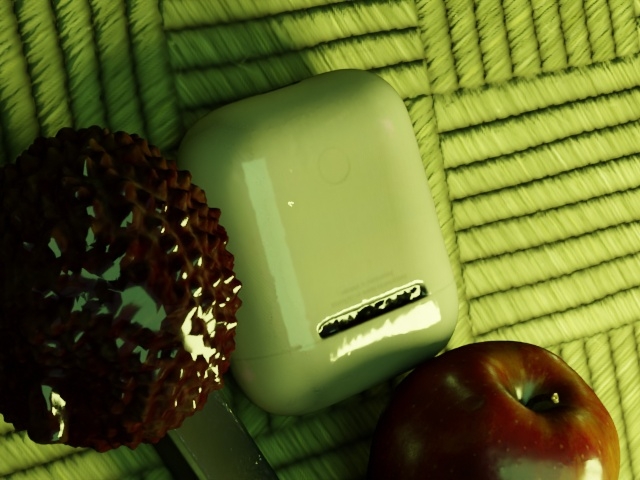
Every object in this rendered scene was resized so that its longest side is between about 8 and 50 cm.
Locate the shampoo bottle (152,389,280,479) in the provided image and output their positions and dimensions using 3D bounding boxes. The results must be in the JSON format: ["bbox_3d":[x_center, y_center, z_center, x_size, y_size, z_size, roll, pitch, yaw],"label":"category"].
[{"bbox_3d":[-0.126,0.218,1.995,0.079,0.080,0.246,-41,110,-26],"label":"shampoo bottle"}]

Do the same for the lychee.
[{"bbox_3d":[-0.224,0.053,1.818,0.306,0.306,0.330,38,49,-26],"label":"lychee"}]

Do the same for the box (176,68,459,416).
[{"bbox_3d":[0.001,0.000,2.035,0.289,0.141,0.349,-21,102,-31],"label":"box"}]

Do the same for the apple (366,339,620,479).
[{"bbox_3d":[0.187,0.261,2.052,0.288,0.288,0.316,-7,132,-31],"label":"apple"}]
